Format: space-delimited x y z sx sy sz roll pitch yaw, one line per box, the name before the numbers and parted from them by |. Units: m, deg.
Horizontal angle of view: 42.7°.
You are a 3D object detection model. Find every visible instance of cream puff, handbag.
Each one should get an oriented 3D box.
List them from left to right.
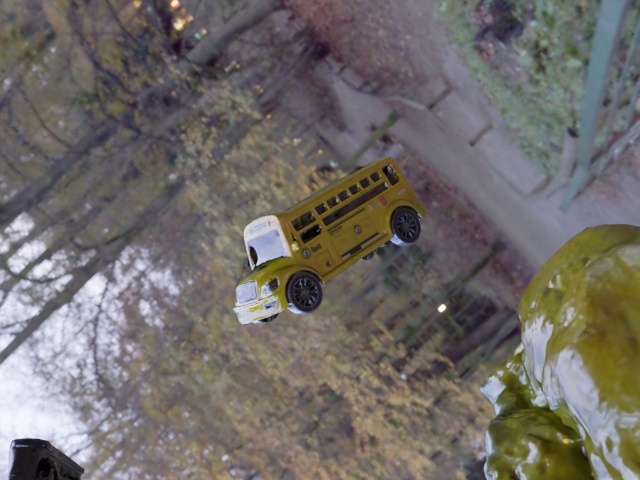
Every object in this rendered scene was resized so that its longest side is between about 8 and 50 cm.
handbag | -0.462 0.469 1.379 0.275 0.088 0.244 82 -176 -63
cream puff | 0.188 0.125 0.454 0.282 0.185 0.281 -23 -90 -88

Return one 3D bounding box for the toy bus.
toy bus | 0.000 0.000 1.246 0.145 0.331 0.151 -20 99 55
